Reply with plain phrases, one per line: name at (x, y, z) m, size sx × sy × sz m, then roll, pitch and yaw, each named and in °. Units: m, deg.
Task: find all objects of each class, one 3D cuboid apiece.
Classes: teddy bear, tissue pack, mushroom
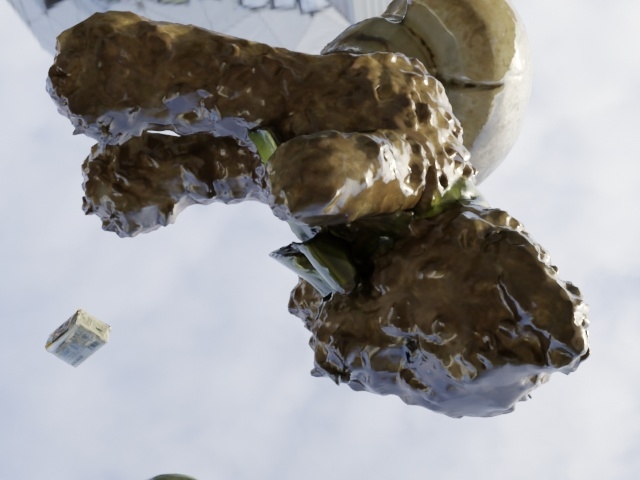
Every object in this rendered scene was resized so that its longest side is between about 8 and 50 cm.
teddy bear at (-0.010, 0.002, 0.618) m, size 0.296 × 0.246 × 0.223 m, roll -2°, pitch -117°, yaw -2°
tissue pack at (-0.358, 0.144, 1.519) m, size 0.083 × 0.062 × 0.042 m, roll -39°, pitch -149°, yaw 29°
mushroom at (0.085, -0.123, 0.928) m, size 0.189 × 0.254 × 0.195 m, roll 41°, pitch -153°, yaw 2°

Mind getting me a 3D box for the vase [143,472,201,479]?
vase at (-0.200, 0.377, 1.242) m, size 0.128 × 0.248 × 0.128 m, roll 13°, pitch -131°, yaw -16°
